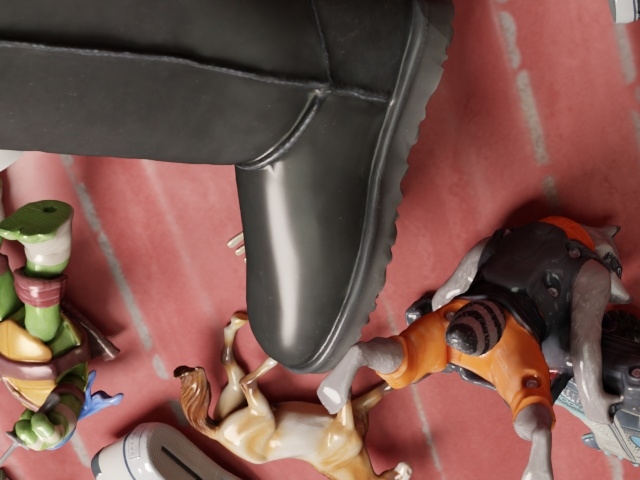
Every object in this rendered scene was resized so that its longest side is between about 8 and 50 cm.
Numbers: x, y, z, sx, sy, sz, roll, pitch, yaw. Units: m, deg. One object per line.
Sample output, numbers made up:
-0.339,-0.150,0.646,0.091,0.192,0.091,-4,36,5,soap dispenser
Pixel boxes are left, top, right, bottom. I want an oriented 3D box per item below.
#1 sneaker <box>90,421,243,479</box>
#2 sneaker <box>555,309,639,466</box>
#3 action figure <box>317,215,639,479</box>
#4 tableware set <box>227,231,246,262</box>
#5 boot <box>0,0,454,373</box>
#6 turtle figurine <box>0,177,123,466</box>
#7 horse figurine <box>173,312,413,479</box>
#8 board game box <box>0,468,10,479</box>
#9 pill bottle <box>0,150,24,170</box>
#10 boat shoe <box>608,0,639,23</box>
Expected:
-0.125,0.272,1.754,0.091,0.094,0.258,-18,125,34,sneaker
0.326,0.171,1.714,0.283,0.110,0.122,38,133,-24,sneaker
0.202,0.081,1.494,0.341,0.330,0.178,12,122,22,action figure
0.000,0.000,1.596,0.154,0.024,0.104,-34,122,18,tableware set
-0.148,-0.076,1.367,0.445,0.146,0.367,4,109,-32,boot
-0.298,0.096,1.526,0.275,0.198,0.266,-8,118,-17,turtle figurine
-0.024,0.165,1.688,0.263,0.066,0.174,10,118,-14,horse figurine
-0.325,0.350,1.820,0.136,0.030,0.259,-23,124,9,board game box
-0.320,-0.157,1.397,0.121,0.121,0.221,-22,125,11,pill bottle
0.266,-0.261,1.409,0.083,0.065,0.183,-13,132,3,boat shoe
